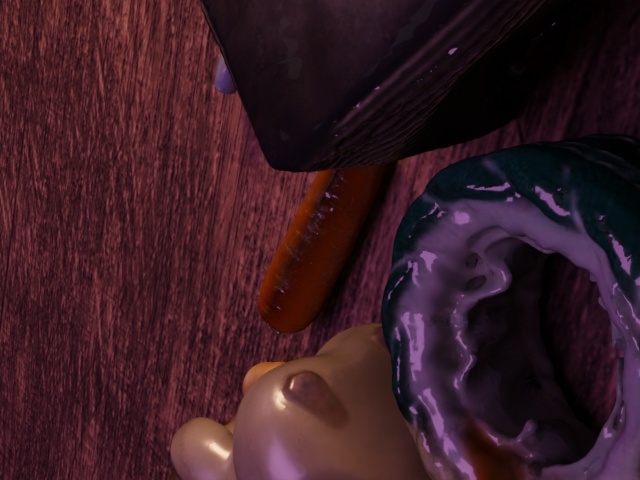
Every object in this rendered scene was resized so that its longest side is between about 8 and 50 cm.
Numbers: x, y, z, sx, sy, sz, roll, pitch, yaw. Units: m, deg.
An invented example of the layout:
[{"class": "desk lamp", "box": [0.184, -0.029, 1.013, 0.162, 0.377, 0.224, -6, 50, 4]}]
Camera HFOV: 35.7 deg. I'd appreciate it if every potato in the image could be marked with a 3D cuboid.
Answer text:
[{"class": "potato", "box": [-0.043, 0.154, 1.008, 0.068, 0.062, 0.083, 49, 161, -7]}]

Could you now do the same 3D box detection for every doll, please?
[{"class": "doll", "box": [-0.011, 0.212, 0.863, 0.370, 0.215, 0.226, -32, 95, 44]}]

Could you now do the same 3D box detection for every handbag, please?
[{"class": "handbag", "box": [0.092, -0.206, 0.657, 0.341, 0.240, 0.247, -43, 64, 44]}]

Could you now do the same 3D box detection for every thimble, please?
[{"class": "thimble", "box": [0.170, 0.074, 0.675, 0.254, 0.167, 0.288, 19, 110, 46]}]

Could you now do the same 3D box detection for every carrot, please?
[{"class": "carrot", "box": [0.000, 0.000, 0.928, 0.067, 0.067, 0.225, 48, 128, 32]}]

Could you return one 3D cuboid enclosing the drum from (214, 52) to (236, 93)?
[{"class": "drum", "box": [-0.063, -0.270, 0.961, 0.253, 0.049, 0.130, -49, 62, 41]}]
